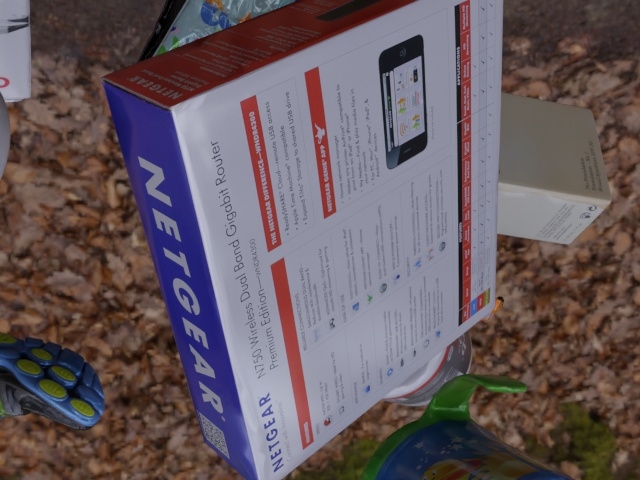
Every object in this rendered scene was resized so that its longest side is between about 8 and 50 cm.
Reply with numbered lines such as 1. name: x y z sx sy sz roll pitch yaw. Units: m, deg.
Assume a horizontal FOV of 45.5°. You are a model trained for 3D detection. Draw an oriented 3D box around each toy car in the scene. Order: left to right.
1. toy car: 0.165 0.060 0.922 0.122 0.040 0.060 29 180 0

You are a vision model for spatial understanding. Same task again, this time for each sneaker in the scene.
1. sneaker: -0.278 0.130 0.687 0.188 0.067 0.078 14 111 10

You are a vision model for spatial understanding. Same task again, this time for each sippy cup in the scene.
1. sippy cup: 0.183 0.320 0.830 0.240 0.305 0.224 -32 -173 -23

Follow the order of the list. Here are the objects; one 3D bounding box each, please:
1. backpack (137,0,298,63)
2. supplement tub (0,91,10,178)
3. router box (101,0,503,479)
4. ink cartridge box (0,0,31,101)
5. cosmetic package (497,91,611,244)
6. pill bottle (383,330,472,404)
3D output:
1. backpack: -0.072 -0.233 0.813 0.191 0.225 0.253 24 107 -5
2. supplement tub: -0.467 -0.118 0.740 0.191 0.191 0.272 -20 163 24
3. router box: 0.019 -0.017 0.601 0.301 0.082 0.335 -31 130 -31
4. ink cartridge box: -0.562 -0.385 1.063 0.285 0.166 0.395 -4 147 -23
5. cosmetic package: 0.200 -0.106 0.992 0.309 0.160 0.113 8 147 -13
6. pill bottle: 0.151 0.182 1.342 0.210 0.210 0.363 -15 161 16
